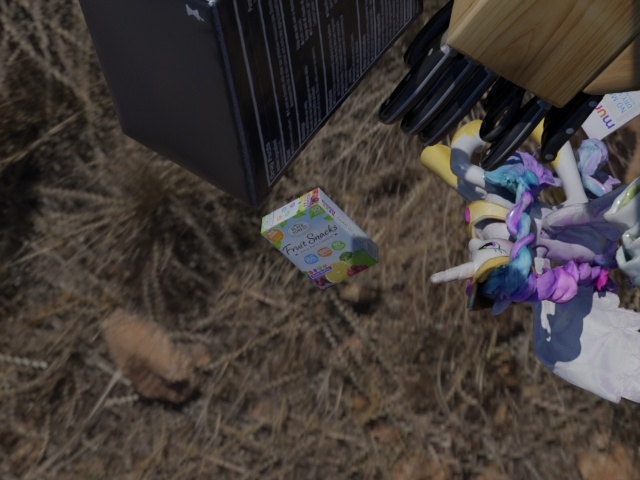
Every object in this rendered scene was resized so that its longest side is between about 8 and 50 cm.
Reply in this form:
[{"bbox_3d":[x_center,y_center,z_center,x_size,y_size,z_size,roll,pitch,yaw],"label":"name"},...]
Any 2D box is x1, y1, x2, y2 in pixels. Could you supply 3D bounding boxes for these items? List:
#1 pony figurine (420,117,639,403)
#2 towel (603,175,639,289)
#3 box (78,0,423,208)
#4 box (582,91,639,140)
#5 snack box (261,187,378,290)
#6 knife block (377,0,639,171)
[{"bbox_3d":[0.286,0.000,1.572,0.351,0.363,0.303,14,122,-9],"label":"pony figurine"},{"bbox_3d":[0.419,0.000,0.863,0.374,0.090,0.320,33,131,-13],"label":"towel"},{"bbox_3d":[-0.058,-0.245,1.223,0.182,0.296,0.294,28,64,21],"label":"box"},{"bbox_3d":[0.385,-0.299,1.742,0.231,0.127,0.262,-34,88,25],"label":"box"},{"bbox_3d":[0.000,0.000,1.864,0.100,0.037,0.141,-28,126,25],"label":"snack box"},{"bbox_3d":[0.133,-0.167,0.878,0.242,0.088,0.276,-4,138,20],"label":"knife block"}]
